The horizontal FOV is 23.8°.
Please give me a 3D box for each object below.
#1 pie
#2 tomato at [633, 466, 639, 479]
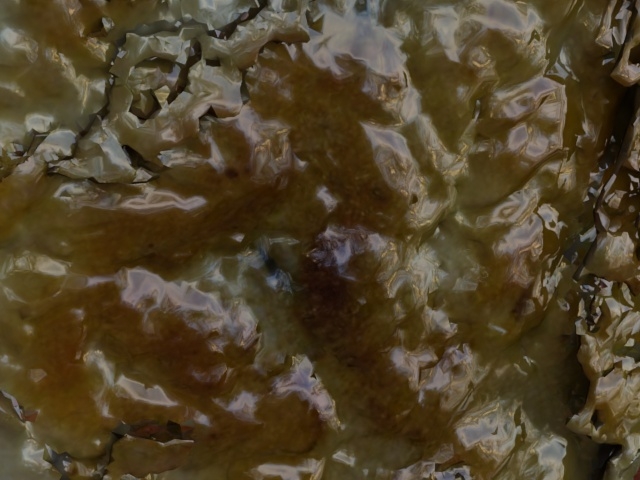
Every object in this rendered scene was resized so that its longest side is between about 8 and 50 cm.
[{"bbox_3d":[0.000,0.000,0.414,0.274,0.274,0.055,26,6,-26],"label":"pie"},{"bbox_3d":[0.096,-0.025,0.740,0.325,0.289,0.293,20,32,-2],"label":"tomato"}]
